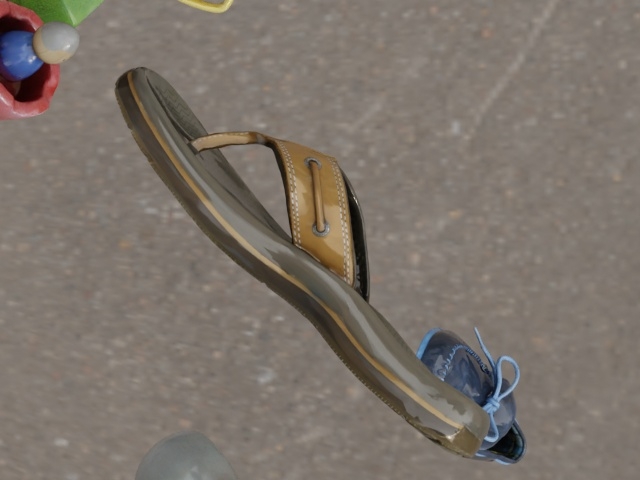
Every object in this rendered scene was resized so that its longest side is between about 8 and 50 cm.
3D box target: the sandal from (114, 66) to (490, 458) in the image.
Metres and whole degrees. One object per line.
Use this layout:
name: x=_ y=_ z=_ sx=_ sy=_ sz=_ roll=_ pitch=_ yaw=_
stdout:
sandal: x=0.000 y=0.000 z=0.765 sx=0.060 sy=0.090 sz=0.219 roll=-46 pitch=75 yaw=3

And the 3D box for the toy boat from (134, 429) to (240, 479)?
toy boat: x=-0.099 y=0.271 z=1.035 sx=0.267 sy=0.148 sz=0.318 roll=6 pitch=116 yaw=-46

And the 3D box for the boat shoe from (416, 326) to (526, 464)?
boat shoe: x=0.149 y=0.147 z=1.693 sx=0.109 sy=0.089 sz=0.258 roll=-66 pitch=157 yaw=-7

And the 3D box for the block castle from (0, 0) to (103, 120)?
block castle: x=-0.223 y=-0.309 z=1.390 sx=0.303 sy=0.213 sz=0.453 roll=66 pitch=34 yaw=-22

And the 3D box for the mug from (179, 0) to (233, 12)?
mug: x=-0.052 y=-0.171 z=0.985 sx=0.064 sy=0.078 sz=0.062 roll=20 pitch=51 yaw=-4
